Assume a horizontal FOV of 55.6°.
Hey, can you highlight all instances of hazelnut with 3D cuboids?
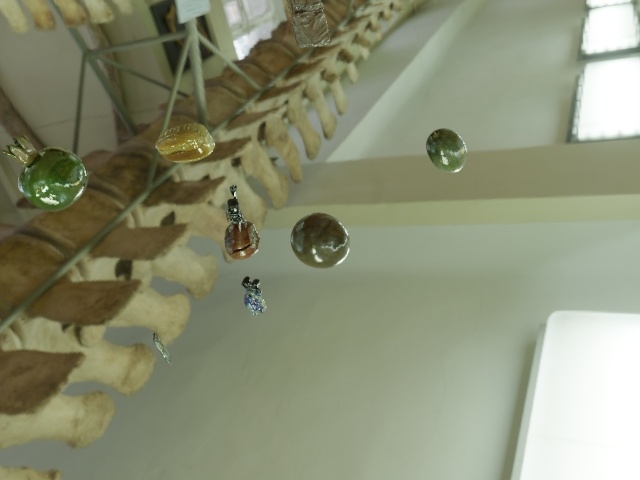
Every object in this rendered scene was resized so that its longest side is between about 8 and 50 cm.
[{"bbox_3d":[-0.312,-0.002,2.389,0.143,0.154,0.143,-12,178,0],"label":"hazelnut"}]

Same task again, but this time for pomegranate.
[{"bbox_3d":[-0.745,-0.187,1.641,0.187,0.225,0.187,-29,-145,22],"label":"pomegranate"}]

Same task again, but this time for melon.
[{"bbox_3d":[0.386,-0.280,1.871,0.114,0.167,0.114,-25,-137,26],"label":"melon"}]

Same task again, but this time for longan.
[{"bbox_3d":[0.000,0.000,2.634,0.258,0.258,0.258,-12,-152,6],"label":"longan"}]

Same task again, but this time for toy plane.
[{"bbox_3d":[-0.260,-0.085,1.889,0.053,0.197,0.078,-4,-121,0],"label":"toy plane"}]

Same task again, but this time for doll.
[{"bbox_3d":[-0.245,0.210,2.226,0.096,0.195,0.070,19,-132,19],"label":"doll"}]

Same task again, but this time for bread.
[{"bbox_3d":[-0.542,-0.381,2.416,0.236,0.140,0.106,-6,-134,25],"label":"bread"}]

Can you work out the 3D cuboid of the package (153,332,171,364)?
[{"bbox_3d":[-0.472,0.324,1.811,0.015,0.110,0.037,-20,-146,2],"label":"package"}]

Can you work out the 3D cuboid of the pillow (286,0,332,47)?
[{"bbox_3d":[-0.043,-0.797,2.171,0.135,0.248,0.049,-8,162,-18],"label":"pillow"}]
